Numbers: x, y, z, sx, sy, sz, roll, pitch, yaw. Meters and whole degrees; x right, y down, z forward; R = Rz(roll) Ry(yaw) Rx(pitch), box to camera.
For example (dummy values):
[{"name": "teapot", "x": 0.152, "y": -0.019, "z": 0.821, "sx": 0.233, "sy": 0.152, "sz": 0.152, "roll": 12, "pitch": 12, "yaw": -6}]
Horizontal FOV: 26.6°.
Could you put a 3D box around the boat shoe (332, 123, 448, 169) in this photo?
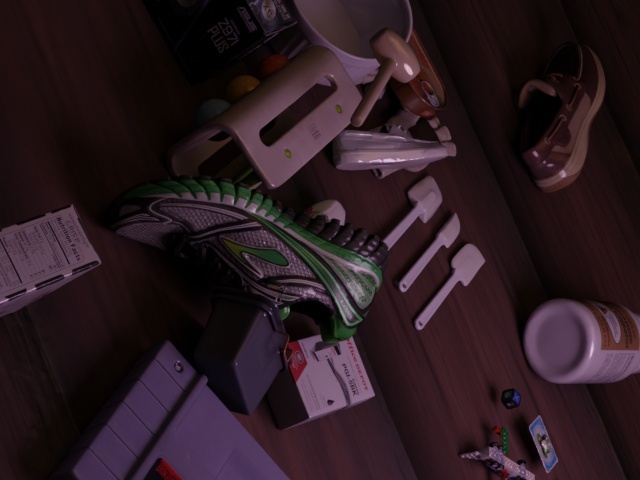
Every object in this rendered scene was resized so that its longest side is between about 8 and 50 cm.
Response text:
[{"name": "boat shoe", "x": 0.099, "y": -0.138, "z": 1.952, "sx": 0.184, "sy": 0.066, "sz": 0.063, "roll": -5, "pitch": 82, "yaw": -21}]

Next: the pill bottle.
[{"name": "pill bottle", "x": 0.433, "y": 0.159, "z": 2.133, "sx": 0.229, "sy": 0.131, "sz": 0.131, "roll": 6, "pitch": 64, "yaw": -47}]

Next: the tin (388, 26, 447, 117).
[{"name": "tin", "x": 0.129, "y": -0.272, "z": 2.059, "sx": 0.106, "sy": 0.040, "sz": 0.189, "roll": -6, "pitch": 66, "yaw": -51}]

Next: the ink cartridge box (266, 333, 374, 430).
[{"name": "ink cartridge box", "x": -0.006, "y": 0.169, "z": 1.686, "sx": 0.135, "sy": 0.056, "sz": 0.099, "roll": -11, "pitch": 77, "yaw": -50}]

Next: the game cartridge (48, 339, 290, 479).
[{"name": "game cartridge", "x": -0.116, "y": 0.308, "z": 1.481, "sx": 0.355, "sy": 0.068, "sz": 0.230, "roll": 51, "pitch": 35, "yaw": -15}]

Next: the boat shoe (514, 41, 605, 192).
[{"name": "boat shoe", "x": 0.402, "y": -0.241, "z": 2.350, "sx": 0.123, "sy": 0.123, "sz": 0.342, "roll": 41, "pitch": 49, "yaw": -27}]

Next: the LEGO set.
[{"name": "LEGO set", "x": 0.290, "y": 0.343, "z": 1.948, "sx": 0.182, "sy": 0.060, "sz": 0.244, "roll": -29, "pitch": 99, "yaw": -57}]

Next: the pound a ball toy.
[{"name": "pound a ball toy", "x": -0.035, "y": -0.177, "z": 1.736, "sx": 0.135, "sy": 0.208, "sz": 0.319, "roll": 55, "pitch": 39, "yaw": -10}]

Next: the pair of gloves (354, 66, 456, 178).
[{"name": "pair of gloves", "x": 0.105, "y": -0.218, "z": 2.054, "sx": 0.204, "sy": 0.042, "sz": 0.240, "roll": -14, "pitch": 79, "yaw": -51}]

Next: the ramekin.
[{"name": "ramekin", "x": 0.017, "y": -0.318, "z": 1.929, "sx": 0.207, "sy": 0.109, "sz": 0.207, "roll": 15, "pitch": 58, "yaw": -27}]

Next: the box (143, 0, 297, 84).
[{"name": "box", "x": -0.142, "y": -0.316, "z": 1.746, "sx": 0.077, "sy": 0.147, "sz": 0.180, "roll": -33, "pitch": 95, "yaw": -52}]

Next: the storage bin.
[{"name": "storage bin", "x": -0.089, "y": 0.135, "z": 1.557, "sx": 0.135, "sy": 0.098, "sz": 0.091, "roll": 77, "pitch": 31, "yaw": -48}]

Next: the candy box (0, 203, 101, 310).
[{"name": "candy box", "x": -0.346, "y": 0.049, "z": 1.287, "sx": 0.233, "sy": 0.159, "sz": 0.071, "roll": -24, "pitch": 89, "yaw": -53}]

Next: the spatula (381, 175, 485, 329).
[{"name": "spatula", "x": 0.156, "y": 0.017, "z": 1.998, "sx": 0.168, "sy": 0.019, "sz": 0.242, "roll": 60, "pitch": 39, "yaw": -12}]

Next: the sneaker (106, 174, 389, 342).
[{"name": "sneaker", "x": -0.086, "y": 0.021, "z": 1.586, "sx": 0.344, "sy": 0.134, "sz": 0.146, "roll": 19, "pitch": 73, "yaw": -15}]

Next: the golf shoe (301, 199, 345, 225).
[{"name": "golf shoe", "x": 0.000, "y": 0.000, "z": 1.772, "sx": 0.067, "sy": 0.086, "sz": 0.186, "roll": 50, "pitch": 38, "yaw": -14}]
